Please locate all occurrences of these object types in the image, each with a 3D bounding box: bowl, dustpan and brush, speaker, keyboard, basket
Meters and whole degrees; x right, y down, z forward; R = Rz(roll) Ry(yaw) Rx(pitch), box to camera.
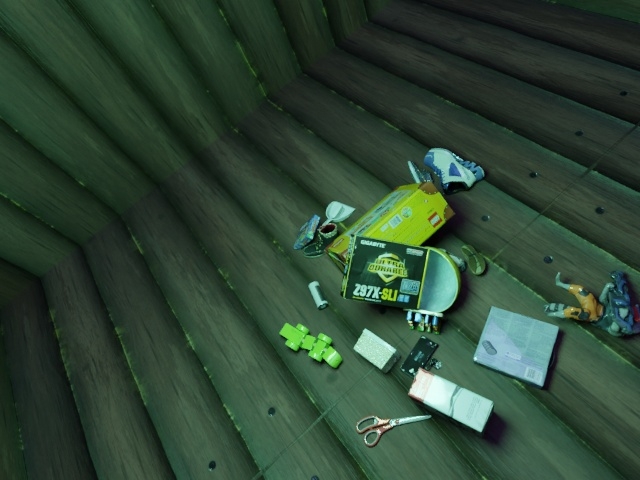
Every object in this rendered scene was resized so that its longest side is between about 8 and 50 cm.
[{"bbox_3d":[0.498,0.156,1.794,0.289,0.289,0.156,32,32,34],"label":"bowl"},{"bbox_3d":[0.072,-0.130,2.222,0.147,0.060,0.211,25,70,32],"label":"dustpan and brush"},{"bbox_3d":[-0.011,0.268,2.003,0.055,0.055,0.136,-28,53,2],"label":"speaker"},{"bbox_3d":[0.423,0.494,1.711,0.108,0.023,0.180,26,72,39],"label":"keyboard"},{"bbox_3d":[0.237,0.472,1.742,0.167,0.113,0.103,31,78,33],"label":"basket"}]

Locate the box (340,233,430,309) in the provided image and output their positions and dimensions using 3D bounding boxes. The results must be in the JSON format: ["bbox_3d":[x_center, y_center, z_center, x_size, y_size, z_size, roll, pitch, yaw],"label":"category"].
[{"bbox_3d":[0.257,0.126,1.647,0.322,0.079,0.257,11,93,-13],"label":"box"}]

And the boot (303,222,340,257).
[{"bbox_3d":[0.001,-0.002,2.093,0.236,0.179,0.085,-15,56,11],"label":"boot"}]

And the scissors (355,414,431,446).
[{"bbox_3d":[0.283,0.712,1.624,0.297,0.021,0.109,-28,51,4],"label":"scissors"}]

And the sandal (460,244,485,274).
[{"bbox_3d":[0.689,0.091,1.855,0.072,0.049,0.180,-17,40,4],"label":"sandal"}]

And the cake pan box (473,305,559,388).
[{"bbox_3d":[0.766,0.412,1.602,0.266,0.070,0.246,15,68,29],"label":"cake pan box"}]

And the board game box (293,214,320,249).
[{"bbox_3d":[-0.075,-0.039,2.154,0.035,0.201,0.136,26,64,-14],"label":"board game box"}]

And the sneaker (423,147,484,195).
[{"bbox_3d":[0.646,-0.341,2.094,0.315,0.127,0.182,32,72,32],"label":"sneaker"}]

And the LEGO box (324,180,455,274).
[{"bbox_3d":[0.295,-0.034,1.874,0.500,0.193,0.372,-40,10,-7],"label":"LEGO box"}]

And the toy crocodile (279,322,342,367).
[{"bbox_3d":[-0.049,0.471,1.869,0.340,0.105,0.115,16,66,34],"label":"toy crocodile"}]

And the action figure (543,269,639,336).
[{"bbox_3d":[1.064,0.246,1.575,0.330,0.179,0.341,24,42,25],"label":"action figure"}]

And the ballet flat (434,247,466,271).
[{"bbox_3d":[0.586,0.075,1.890,0.188,0.070,0.070,31,73,34],"label":"ballet flat"}]

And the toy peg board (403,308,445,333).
[{"bbox_3d":[0.437,0.340,1.728,0.161,0.160,0.079,6,77,24],"label":"toy peg board"}]

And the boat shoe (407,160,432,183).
[{"bbox_3d":[0.532,-0.361,2.195,0.083,0.065,0.183,-20,61,6],"label":"boat shoe"}]

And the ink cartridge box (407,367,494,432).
[{"bbox_3d":[0.482,0.598,1.511,0.272,0.197,0.114,18,68,30],"label":"ink cartridge box"}]
